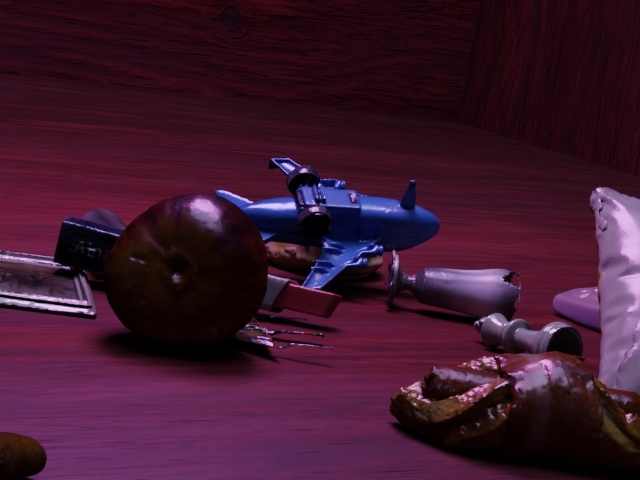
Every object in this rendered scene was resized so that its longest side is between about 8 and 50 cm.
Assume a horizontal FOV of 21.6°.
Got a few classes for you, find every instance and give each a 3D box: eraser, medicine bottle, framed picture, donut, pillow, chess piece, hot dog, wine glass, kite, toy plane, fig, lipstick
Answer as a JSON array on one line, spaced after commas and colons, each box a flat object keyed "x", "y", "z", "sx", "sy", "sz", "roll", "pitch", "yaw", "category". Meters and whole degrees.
[{"x": 0.441, "y": 0.096, "z": 2.074, "sx": 0.204, "sy": 0.059, "sz": 0.243, "roll": 4, "pitch": 8, "yaw": -32, "category": "eraser"}, {"x": -0.251, "y": -0.003, "z": 1.953, "sx": 0.057, "sy": 0.058, "sz": 0.199, "roll": 7, "pitch": 10, "yaw": -19, "category": "medicine bottle"}, {"x": -0.372, "y": 0.032, "z": 1.751, "sx": 0.274, "sy": 0.017, "sz": 0.217, "roll": 8, "pitch": 11, "yaw": -15, "category": "framed picture"}, {"x": 0.000, "y": 0.000, "z": 2.152, "sx": 0.174, "sy": 0.068, "sz": 0.174, "roll": 11, "pitch": 11, "yaw": -2, "category": "donut"}, {"x": 0.423, "y": 0.084, "z": 1.725, "sx": 0.310, "sy": 0.119, "sz": 0.312, "roll": 11, "pitch": 48, "yaw": -7, "category": "pillow"}, {"x": 0.217, "y": 0.106, "z": 1.832, "sx": 0.059, "sy": 0.059, "sz": 0.149, "roll": 3, "pitch": 8, "yaw": -37, "category": "chess piece"}, {"x": 0.197, "y": 0.143, "z": 1.487, "sx": 0.261, "sy": 0.093, "sz": 0.123, "roll": 9, "pitch": 10, "yaw": -9, "category": "hot dog"}, {"x": 0.155, "y": 0.058, "z": 1.987, "sx": 0.155, "sy": 0.072, "sz": 0.072, "roll": 9, "pitch": 10, "yaw": -2, "category": "wine glass"}, {"x": -0.073, "y": 0.094, "z": 1.728, "sx": 0.160, "sy": 0.010, "sz": 0.183, "roll": 5, "pitch": 8, "yaw": -11, "category": "kite"}, {"x": 0.014, "y": -0.026, "z": 2.031, "sx": 0.271, "sy": 0.105, "sz": 0.254, "roll": -5, "pitch": 40, "yaw": -9, "category": "toy plane"}, {"x": -0.117, "y": 0.021, "z": 1.647, "sx": 0.149, "sy": 0.148, "sz": 0.202, "roll": -32, "pitch": 9, "yaw": 35, "category": "fig"}, {"x": -0.132, "y": 0.038, "z": 1.820, "sx": 0.312, "sy": 0.051, "sz": 0.051, "roll": 15, "pitch": 5, "yaw": 2, "category": "lipstick"}]

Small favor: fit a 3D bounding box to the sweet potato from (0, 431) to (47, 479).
[{"x": -0.303, "y": 0.139, "z": 1.060, "sx": 0.346, "sy": 0.079, "sz": 0.108, "roll": 5, "pitch": -2, "yaw": -42, "category": "sweet potato"}]
